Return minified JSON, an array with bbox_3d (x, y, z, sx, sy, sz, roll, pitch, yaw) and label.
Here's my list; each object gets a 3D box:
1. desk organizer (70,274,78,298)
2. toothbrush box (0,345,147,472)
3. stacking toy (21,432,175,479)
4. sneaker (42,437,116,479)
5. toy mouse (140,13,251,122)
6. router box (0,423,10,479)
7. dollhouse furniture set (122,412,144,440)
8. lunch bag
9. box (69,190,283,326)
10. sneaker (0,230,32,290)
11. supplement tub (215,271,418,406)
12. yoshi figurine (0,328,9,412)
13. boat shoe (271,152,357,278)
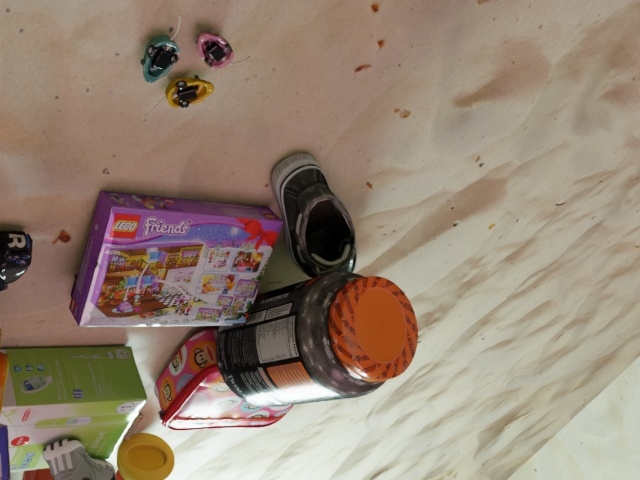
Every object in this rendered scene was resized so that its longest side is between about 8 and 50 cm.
[{"bbox_3d":[-0.327,0.084,1.284,0.130,0.047,0.050,-3,140,-32],"label":"desk organizer"},{"bbox_3d":[-0.474,0.290,1.378,0.283,0.122,0.206,6,133,-37],"label":"toothbrush box"},{"bbox_3d":[-0.434,0.539,1.587,0.309,0.279,0.130,3,133,-31],"label":"stacking toy"},{"bbox_3d":[-0.410,0.442,1.394,0.086,0.132,0.228,-24,147,-3],"label":"sneaker"},{"bbox_3d":[-0.169,-0.233,1.009,0.161,0.031,0.143,-22,145,-10],"label":"toy mouse"},{"bbox_3d":[-0.659,0.309,1.114,0.301,0.082,0.336,-3,179,44],"label":"router box"},{"bbox_3d":[-0.431,0.369,1.591,0.152,0.058,0.076,-7,136,-58],"label":"dollhouse furniture set"},{"bbox_3d":[-0.175,0.288,1.593,0.293,0.120,0.258,9,135,-39],"label":"lunch bag"},{"bbox_3d":[-0.218,0.035,1.244,0.293,0.057,0.200,5,116,-38],"label":"box"},{"bbox_3d":[-0.447,-0.008,1.070,0.121,0.079,0.217,-12,150,-27],"label":"sneaker"},{"bbox_3d":[-0.010,0.170,1.360,0.207,0.207,0.338,6,164,-39],"label":"supplement tub"},{"bbox_3d":[-0.630,0.199,1.095,0.362,0.203,0.203,10,144,-28],"label":"yoshi figurine"},{"bbox_3d":[0.000,0.000,1.340,0.121,0.119,0.335,-28,145,-1],"label":"boat shoe"}]
